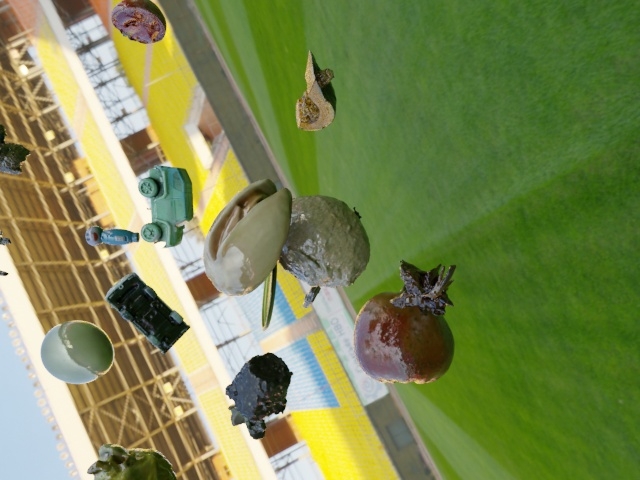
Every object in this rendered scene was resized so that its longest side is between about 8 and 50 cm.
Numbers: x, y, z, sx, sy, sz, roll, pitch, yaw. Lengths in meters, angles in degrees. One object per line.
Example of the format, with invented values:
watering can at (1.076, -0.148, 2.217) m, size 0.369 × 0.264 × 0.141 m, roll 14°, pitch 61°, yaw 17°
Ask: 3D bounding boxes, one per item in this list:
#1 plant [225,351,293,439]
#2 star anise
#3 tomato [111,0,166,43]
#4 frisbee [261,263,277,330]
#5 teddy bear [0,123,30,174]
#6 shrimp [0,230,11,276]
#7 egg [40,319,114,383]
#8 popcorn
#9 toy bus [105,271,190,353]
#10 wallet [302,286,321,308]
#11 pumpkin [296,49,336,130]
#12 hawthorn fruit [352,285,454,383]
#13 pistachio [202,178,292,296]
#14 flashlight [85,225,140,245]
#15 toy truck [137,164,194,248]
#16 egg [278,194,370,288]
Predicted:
plant at (-0.156, 0.385, 1.251) m, size 0.131 × 0.203 × 0.142 m, roll 3°, pitch -143°, yaw -50°
star anise at (0.355, 0.151, 1.693) m, size 0.237 × 0.148 × 0.346 m, roll 62°, pitch 153°, yaw 9°
tomato at (-0.541, -0.672, 1.514) m, size 0.159 × 0.139 × 0.091 m, roll 27°, pitch -128°, yaw -53°
frisbee at (-0.150, 0.146, 1.472) m, size 0.236 × 0.017 × 0.236 m, roll -174°, pitch 90°, yaw -79°
teddy bear at (-1.069, -0.293, 1.602) m, size 0.251 × 0.182 × 0.129 m, roll 19°, pitch -178°, yaw -24°
shrimp at (-0.926, 0.039, 1.401) m, size 0.051 × 0.217 × 0.150 m, roll -66°, pitch -37°, yaw -55°
egg at (-0.752, 0.349, 1.572) m, size 0.253 × 0.189 × 0.189 m, roll 9°, pitch 141°, yaw 32°
popcorn at (-0.497, 0.655, 1.337) m, size 0.266 × 0.192 × 0.233 m, roll 53°, pitch -137°, yaw -13°
toy bus at (-0.592, 0.237, 1.706) m, size 0.276 × 0.134 × 0.164 m, roll 52°, pitch 157°, yaw -22°
wallet at (-0.022, 0.181, 1.837) m, size 0.038 × 0.118 × 0.153 m, roll 29°, pitch 150°, yaw 1°
pumpkin at (-0.001, -0.484, 1.657) m, size 0.248 × 0.125 × 0.131 m, roll 114°, pitch 157°, yaw -58°
hawthorn fruit at (0.330, 0.365, 1.991) m, size 0.403 × 0.402 × 0.403 m, roll 62°, pitch 177°, yaw 6°
pistachio at (-0.181, -0.006, 1.304) m, size 0.193 × 0.318 × 0.214 m, roll 33°, pitch 178°, yaw 28°
flashlight at (-0.511, -0.011, 1.242) m, size 0.051 × 0.129 × 0.051 m, roll 180°, pitch 90°, yaw -86°
toy truck at (-0.521, -0.115, 1.717) m, size 0.155 × 0.156 × 0.279 m, roll -99°, pitch 7°, yaw -84°
egg at (0.000, 0.000, 1.489) m, size 0.310 × 0.279 × 0.279 m, roll 36°, pitch 171°, yaw 11°
